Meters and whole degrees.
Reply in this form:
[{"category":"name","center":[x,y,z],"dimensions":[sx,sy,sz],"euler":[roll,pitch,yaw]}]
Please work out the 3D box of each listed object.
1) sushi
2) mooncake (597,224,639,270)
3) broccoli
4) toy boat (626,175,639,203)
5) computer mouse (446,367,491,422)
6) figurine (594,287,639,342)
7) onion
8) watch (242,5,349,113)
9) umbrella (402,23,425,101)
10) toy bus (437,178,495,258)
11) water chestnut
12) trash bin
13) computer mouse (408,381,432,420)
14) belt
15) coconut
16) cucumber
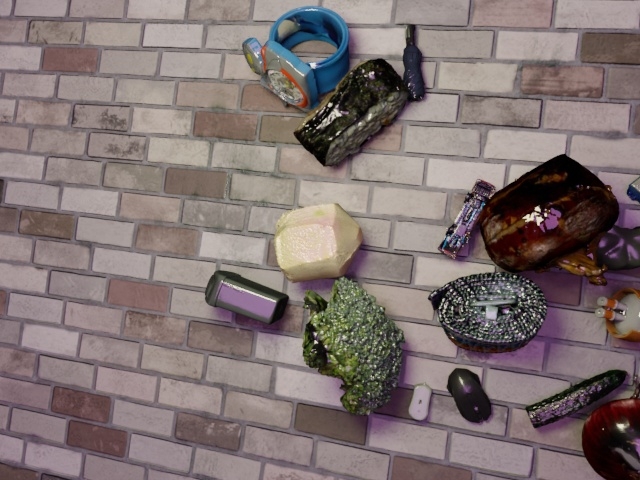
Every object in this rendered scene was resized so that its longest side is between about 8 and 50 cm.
[{"category":"sushi","center":[0.091,-0.377,1.433],"dimensions":[0.350,0.211,0.170],"euler":[-42,75,1]},{"category":"mooncake","center":[0.806,-0.001,1.317],"dimensions":[0.175,0.104,0.168],"euler":[-18,78,7]},{"category":"broccoli","center":[0.080,0.284,1.363],"dimensions":[0.318,0.338,0.277],"euler":[26,63,33]},{"category":"toy boat","center":[0.986,-0.191,1.295],"dimensions":[0.295,0.088,0.129],"euler":[-38,81,8]},{"category":"computer mouse","center":[0.427,0.446,1.388],"dimensions":[0.099,0.057,0.172],"euler":[-27,85,7]},{"category":"figurine","center":[0.862,0.208,1.272],"dimensions":[0.272,0.143,0.143],"euler":[15,90,12]},{"category":"onion","center":[0.817,0.499,1.251],"dimensions":[0.274,0.285,0.272],"euler":[7,127,10]},{"category":"watch","center":[-0.068,-0.576,1.483],"dimensions":[0.305,0.241,0.274],"euler":[37,78,13]},{"category":"umbrella","center":[0.274,-0.541,1.478],"dimensions":[0.071,0.071,0.248],"euler":[-8,81,11]},{"category":"toy bus","center":[0.420,-0.059,1.399],"dimensions":[0.074,0.096,0.234],"euler":[31,94,12]},{"category":"water chestnut","center":[0.596,-0.024,1.243],"dimensions":[0.335,0.335,0.346],"euler":[-31,77,8]},{"category":"trash bin","center":[-0.230,0.171,1.479],"dimensions":[0.237,0.177,0.101],"euler":[19,89,9]},{"category":"computer mouse","center":[0.294,0.470,1.428],"dimensions":[0.056,0.032,0.110],"euler":[14,79,11]},{"category":"belt","center":[0.457,0.204,1.343],"dimensions":[0.295,0.160,0.206],"euler":[-9,66,10]},{"category":"coconut","center":[0.000,0.000,1.415],"dimensions":[0.246,0.233,0.232],"euler":[-14,84,12]},{"category":"cucumber","center":[0.707,0.428,1.331],"dimensions":[0.294,0.067,0.067],"euler":[-29,82,8]}]
